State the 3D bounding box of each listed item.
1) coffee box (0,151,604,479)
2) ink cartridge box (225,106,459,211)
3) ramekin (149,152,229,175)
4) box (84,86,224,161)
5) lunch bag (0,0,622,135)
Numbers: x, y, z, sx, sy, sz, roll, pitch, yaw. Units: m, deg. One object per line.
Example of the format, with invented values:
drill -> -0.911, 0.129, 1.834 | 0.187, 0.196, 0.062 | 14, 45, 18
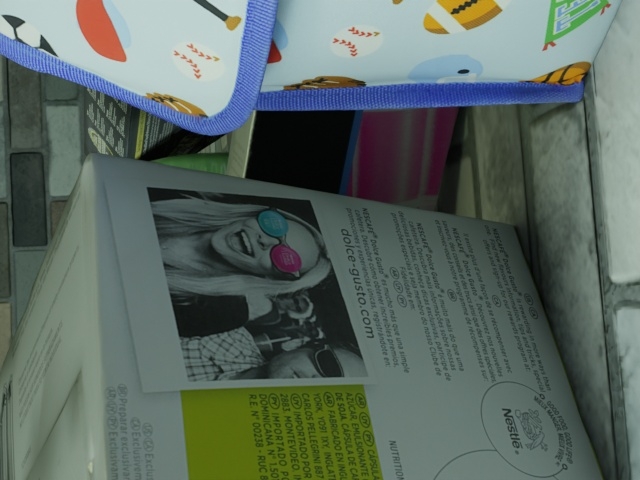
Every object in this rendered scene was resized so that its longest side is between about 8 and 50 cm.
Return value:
coffee box -> -0.036, 0.197, 0.718 | 0.338, 0.334, 0.338 | -55, 37, 43
ink cartridge box -> 0.000, 0.000, 0.897 | 0.069, 0.175, 0.371 | -126, 44, -60
ramekin -> -0.121, 0.000, 1.277 | 0.303, 0.303, 0.148 | 131, 139, -71
box -> -0.127, -0.215, 1.235 | 0.097, 0.318, 0.395 | 51, 162, 3
lunch bag -> -0.006, -0.233, 0.534 | 0.328, 0.385, 0.239 | 106, 158, -51
